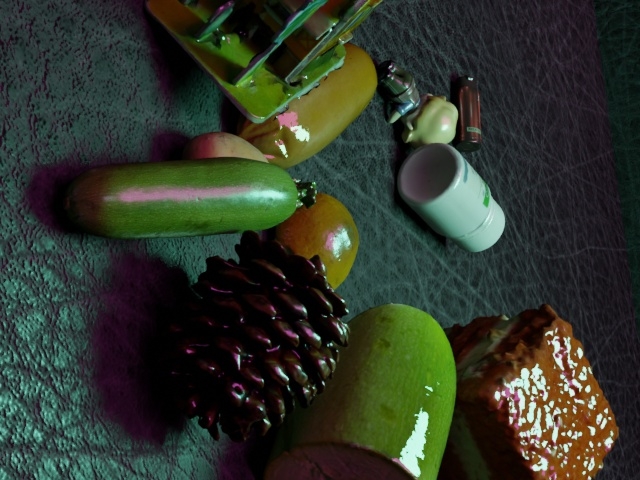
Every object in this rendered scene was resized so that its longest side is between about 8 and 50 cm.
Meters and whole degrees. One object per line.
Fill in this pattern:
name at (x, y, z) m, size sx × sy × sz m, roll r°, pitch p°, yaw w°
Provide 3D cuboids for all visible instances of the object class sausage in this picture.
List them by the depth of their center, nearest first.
sausage at (-0.020, -0.204, 1.845) m, size 0.354 × 0.116 × 0.134 m, roll -48°, pitch 137°, yaw -51°

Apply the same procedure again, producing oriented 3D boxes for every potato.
potato at (-0.127, -0.093, 1.615) m, size 0.147 × 0.112 × 0.112 m, roll 25°, pitch 59°, yaw -48°

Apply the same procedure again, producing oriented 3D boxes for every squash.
squash at (-0.146, -0.054, 1.476) m, size 0.378 × 0.101 × 0.102 m, roll -2°, pitch 82°, yaw -43°
squash at (0.077, 0.241, 1.719) m, size 0.233 × 0.210 × 0.309 m, roll 31°, pitch 40°, yaw -10°

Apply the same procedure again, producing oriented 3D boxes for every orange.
orange at (0.000, 0.000, 1.817) m, size 0.160 × 0.112 × 0.170 m, roll 11°, pitch 59°, yaw -59°

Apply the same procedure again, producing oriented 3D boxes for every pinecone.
pinecone at (-0.081, 0.124, 1.505) m, size 0.273 × 0.224 × 0.224 m, roll -54°, pitch 132°, yaw -21°

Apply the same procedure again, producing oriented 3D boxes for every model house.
model house at (-0.022, -0.375, 1.640) m, size 0.242 × 0.313 × 0.357 m, roll 46°, pitch 35°, yaw 1°

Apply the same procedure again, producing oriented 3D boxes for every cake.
cake at (0.267, 0.294, 1.950) m, size 0.269 × 0.319 × 0.270 m, roll -37°, pitch 106°, yaw -45°

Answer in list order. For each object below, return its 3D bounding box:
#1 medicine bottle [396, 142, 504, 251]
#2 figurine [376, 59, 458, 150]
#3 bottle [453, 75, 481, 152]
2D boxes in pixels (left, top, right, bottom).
medicine bottle at (0.254, -0.077, 2.269) m, size 0.237 × 0.139 × 0.139 m, roll 37°, pitch 49°, yaw -49°
figurine at (0.172, -0.249, 2.245) m, size 0.196 × 0.108 × 0.114 m, roll 39°, pitch 34°, yaw -26°
bottle at (0.310, -0.271, 2.532) m, size 0.060 × 0.060 × 0.164 m, roll 32°, pitch 53°, yaw -54°
